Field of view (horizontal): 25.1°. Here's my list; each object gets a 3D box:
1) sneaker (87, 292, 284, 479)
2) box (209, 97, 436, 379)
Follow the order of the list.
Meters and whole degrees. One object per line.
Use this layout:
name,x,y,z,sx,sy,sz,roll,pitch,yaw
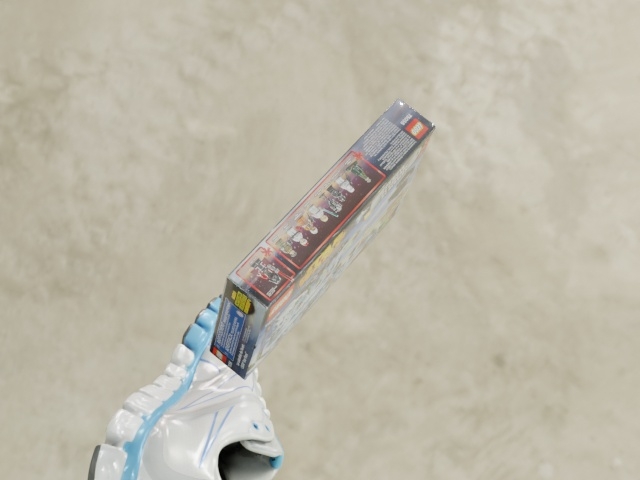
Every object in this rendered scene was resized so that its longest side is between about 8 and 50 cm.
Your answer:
sneaker,-0.054,0.097,0.784,0.083,0.071,0.190,21,31,7
box,0.000,0.000,0.731,0.027,0.094,0.137,38,63,9
